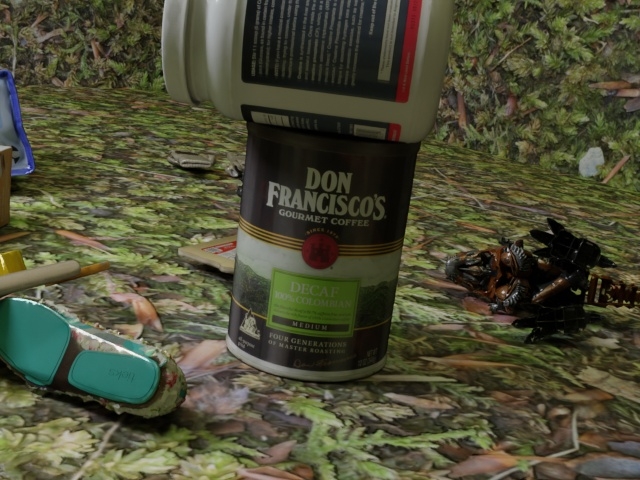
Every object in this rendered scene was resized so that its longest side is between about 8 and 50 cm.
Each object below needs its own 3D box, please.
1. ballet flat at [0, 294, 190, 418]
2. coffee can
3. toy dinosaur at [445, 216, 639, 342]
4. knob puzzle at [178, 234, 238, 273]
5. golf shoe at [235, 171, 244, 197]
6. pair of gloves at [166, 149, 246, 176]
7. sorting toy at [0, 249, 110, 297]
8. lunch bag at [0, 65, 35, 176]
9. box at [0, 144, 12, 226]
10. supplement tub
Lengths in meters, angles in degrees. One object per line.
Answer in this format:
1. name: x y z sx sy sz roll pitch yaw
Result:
1. ballet flat: -0.234 0.123 0.859 0.240 0.091 0.077 20 -12 26
2. coffee can: 0.000 0.000 1.011 0.201 0.276 0.201 6 15 -2
3. toy dinosaur: 0.347 0.054 1.258 0.321 0.165 0.218 -12 -5 10
4. knob puzzle: -0.091 0.035 1.313 0.213 0.030 0.213 7 14 -2
5. golf shoe: -0.100 -0.117 1.820 0.093 0.077 0.198 23 25 15
6. pair of gloves: -0.241 -0.180 2.026 0.240 0.042 0.204 3 12 -24
7. sorting toy: -0.395 0.051 0.946 0.195 0.047 0.347 -15 1 33
8. lunch bag: -0.766 -0.222 1.583 0.385 0.239 0.328 -16 24 -20
9. box: -0.551 -0.075 1.309 0.090 0.130 0.170 8 16 1
10. supplement tub: -0.008 -0.208 0.876 0.272 0.191 0.191 8 15 3
